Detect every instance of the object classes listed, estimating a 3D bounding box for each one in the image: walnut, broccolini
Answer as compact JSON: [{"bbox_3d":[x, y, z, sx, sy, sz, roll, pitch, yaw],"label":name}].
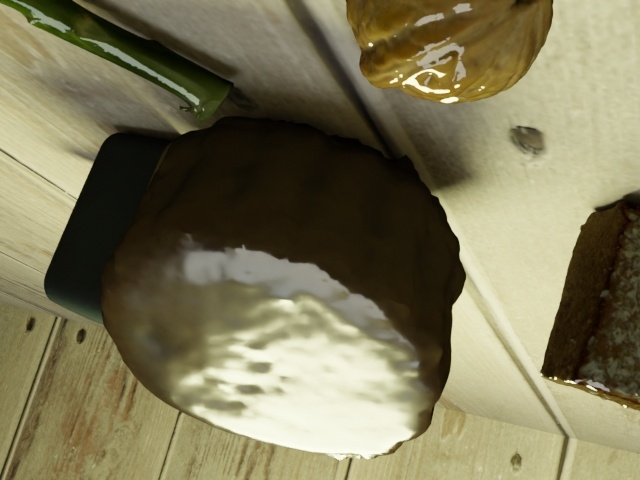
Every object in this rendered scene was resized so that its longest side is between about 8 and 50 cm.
[{"bbox_3d":[0.062,-0.118,0.444,0.105,0.105,0.124,23,179,-24],"label":"walnut"},{"bbox_3d":[-0.234,-0.168,0.607,0.392,0.074,0.079,25,170,-26],"label":"broccolini"}]

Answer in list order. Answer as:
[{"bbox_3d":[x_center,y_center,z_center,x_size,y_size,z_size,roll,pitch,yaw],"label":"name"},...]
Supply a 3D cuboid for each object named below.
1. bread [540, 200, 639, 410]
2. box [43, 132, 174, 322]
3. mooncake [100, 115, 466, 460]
[{"bbox_3d":[0.403,0.105,0.776,0.417,0.165,0.113,18,167,-11],"label":"bread"},{"bbox_3d":[-0.193,-0.003,0.940,0.090,0.201,0.144,14,167,22],"label":"box"},{"bbox_3d":[-0.029,0.045,0.821,0.324,0.187,0.324,10,140,9],"label":"mooncake"}]
